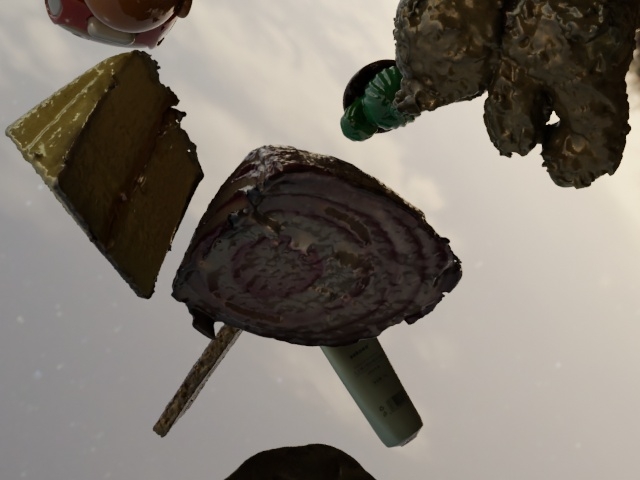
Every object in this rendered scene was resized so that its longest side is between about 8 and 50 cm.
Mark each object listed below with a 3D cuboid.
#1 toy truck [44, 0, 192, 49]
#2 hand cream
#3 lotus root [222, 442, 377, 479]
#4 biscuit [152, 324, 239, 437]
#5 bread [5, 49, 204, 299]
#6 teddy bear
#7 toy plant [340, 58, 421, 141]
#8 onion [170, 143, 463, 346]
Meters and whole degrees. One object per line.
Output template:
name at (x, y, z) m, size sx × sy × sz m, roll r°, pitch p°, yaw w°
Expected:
toy truck at (-0.249, -0.319, 1.545) m, size 0.189 × 0.265 × 0.239 m, roll 13°, pitch -128°, yaw -18°
hand cream at (0.057, 0.173, 1.914) m, size 0.109 × 0.067 × 0.320 m, roll -31°, pitch -89°, yaw -34°
lotus root at (0.026, 0.430, 1.596) m, size 0.391 × 0.111 × 0.375 m, roll 25°, pitch -148°, yaw -6°
biscuit at (-0.131, 0.140, 1.573) m, size 0.026 × 0.237 × 0.131 m, roll 35°, pitch -164°, yaw 0°
bread at (-0.197, -0.076, 1.339) m, size 0.135 × 0.178 × 0.240 m, roll 44°, pitch 169°, yaw 38°
teddy bear at (0.193, -0.200, 1.248) m, size 0.156 × 0.256 × 0.267 m, roll 41°, pitch -120°, yaw -61°
toy plant at (0.088, -0.202, 1.802) m, size 0.105 × 0.143 × 0.200 m, roll 54°, pitch -170°, yaw -17°
onion at (0.000, 0.000, 1.362) m, size 0.280 × 0.314 × 0.146 m, roll 20°, pitch -131°, yaw -24°
